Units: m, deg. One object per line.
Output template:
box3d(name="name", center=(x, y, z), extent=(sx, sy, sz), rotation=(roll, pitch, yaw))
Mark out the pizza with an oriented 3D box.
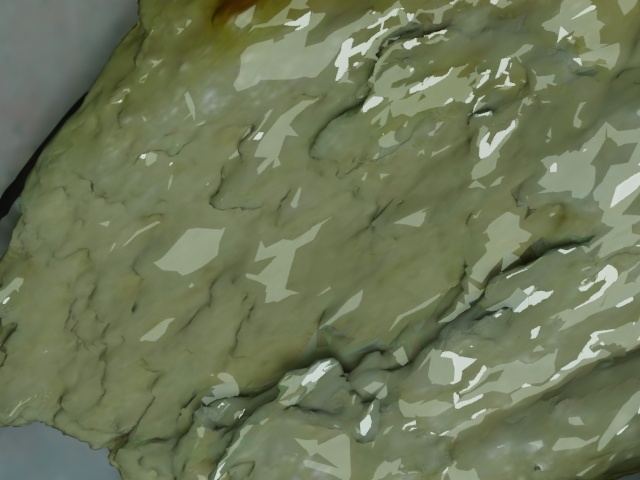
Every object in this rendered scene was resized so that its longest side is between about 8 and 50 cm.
box3d(name="pizza", center=(0.000, 0.000, 0.434), extent=(0.262, 0.034, 0.181), rotation=(-32, 81, 19))
